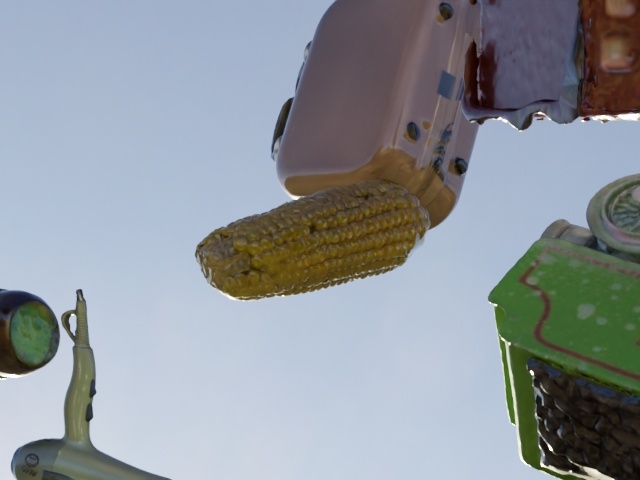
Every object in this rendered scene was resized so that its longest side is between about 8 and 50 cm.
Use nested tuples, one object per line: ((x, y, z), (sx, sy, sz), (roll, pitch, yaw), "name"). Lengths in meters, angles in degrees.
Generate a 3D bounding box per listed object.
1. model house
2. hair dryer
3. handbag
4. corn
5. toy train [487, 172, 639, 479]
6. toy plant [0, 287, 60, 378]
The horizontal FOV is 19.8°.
((0.273, -0.178, 1.562), (0.254, 0.160, 0.196), (-4, 3, -25), "model house")
((-0.191, 0.165, 1.686), (0.167, 0.199, 0.067), (23, 9, 24), "hair dryer")
((0.055, -0.152, 2.115), (0.283, 0.302, 0.149), (-8, -31, 43), "handbag")
((0.000, 0.000, 1.742), (0.261, 0.097, 0.097), (-14, -17, -36), "corn")
((0.279, 0.088, 1.376), (0.307, 0.249, 0.173), (20, -42, 33), "toy train")
((-0.338, 0.092, 1.806), (0.162, 0.093, 0.093), (-2, -28, 38), "toy plant")
